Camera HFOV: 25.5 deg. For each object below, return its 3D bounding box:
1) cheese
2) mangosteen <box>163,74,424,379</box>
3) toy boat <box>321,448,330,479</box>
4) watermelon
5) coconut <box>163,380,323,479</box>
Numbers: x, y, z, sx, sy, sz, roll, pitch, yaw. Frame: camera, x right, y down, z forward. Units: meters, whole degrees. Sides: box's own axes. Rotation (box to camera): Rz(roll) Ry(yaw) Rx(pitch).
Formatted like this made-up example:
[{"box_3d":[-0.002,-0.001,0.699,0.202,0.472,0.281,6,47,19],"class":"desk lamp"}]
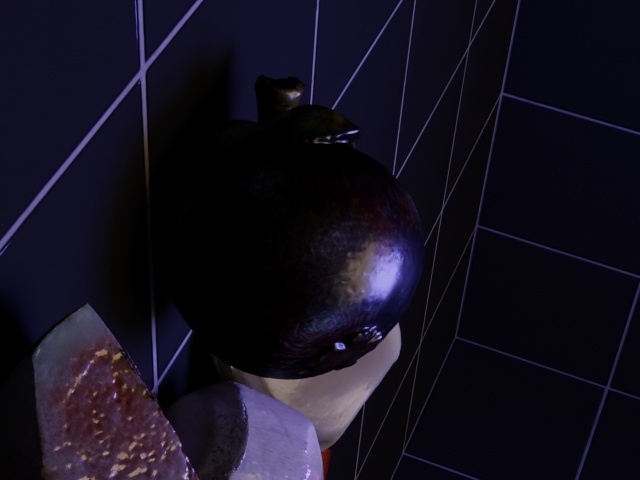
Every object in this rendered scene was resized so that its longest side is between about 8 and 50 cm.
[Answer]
[{"box_3d":[-0.031,0.136,1.930,0.259,0.128,0.316,-55,130,-12],"class":"cheese"},{"box_3d":[-0.037,0.005,1.623,0.330,0.330,0.330,18,90,-77],"class":"mangosteen"},{"box_3d":[-0.097,0.473,2.314,0.133,0.145,0.331,14,92,-55],"class":"toy boat"},{"box_3d":[-0.217,0.212,1.325,0.193,0.231,0.310,-4,135,-40],"class":"watermelon"},{"box_3d":[-0.099,0.302,1.808,0.234,0.224,0.224,39,63,-33],"class":"coconut"}]
